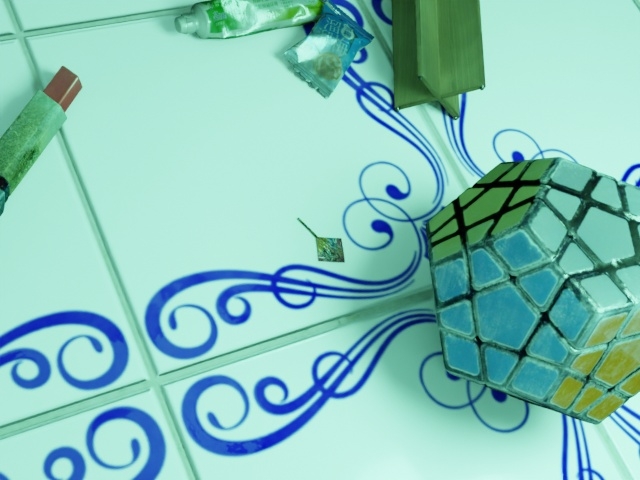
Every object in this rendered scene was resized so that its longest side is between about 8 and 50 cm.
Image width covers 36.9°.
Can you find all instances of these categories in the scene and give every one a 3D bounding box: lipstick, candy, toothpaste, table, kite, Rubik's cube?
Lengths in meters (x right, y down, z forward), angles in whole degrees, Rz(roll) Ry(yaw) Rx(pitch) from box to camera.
[{"bbox_3d":[-0.361,-0.096,1.122,0.051,0.051,0.312,26,56,-1],"label":"lipstick"},{"bbox_3d":[0.010,-0.272,1.354,0.088,0.038,0.136,40,64,-9],"label":"candy"},{"bbox_3d":[-0.088,-0.320,1.344,0.248,0.047,0.078,-18,80,-28],"label":"toothpaste"},{"bbox_3d":[0.164,-0.298,1.359,0.167,0.167,0.226,6,69,-15],"label":"table"},{"bbox_3d":[0.005,-0.002,1.217,0.044,0.002,0.078,-17,69,-26],"label":"kite"},{"bbox_3d":[0.265,0.056,1.113,0.319,0.319,0.264,52,33,14],"label":"Rubik's cube"}]
